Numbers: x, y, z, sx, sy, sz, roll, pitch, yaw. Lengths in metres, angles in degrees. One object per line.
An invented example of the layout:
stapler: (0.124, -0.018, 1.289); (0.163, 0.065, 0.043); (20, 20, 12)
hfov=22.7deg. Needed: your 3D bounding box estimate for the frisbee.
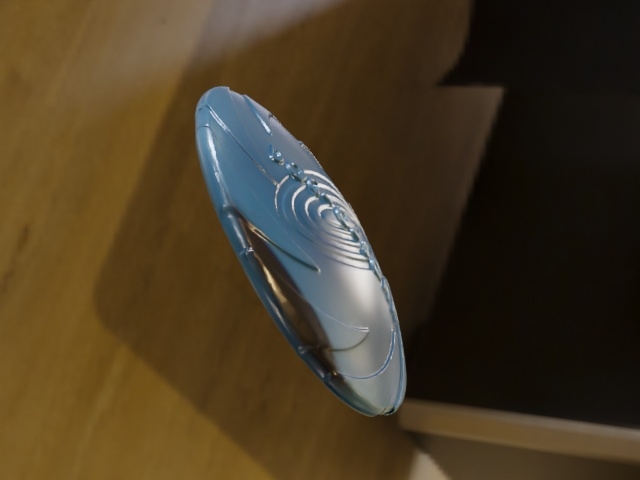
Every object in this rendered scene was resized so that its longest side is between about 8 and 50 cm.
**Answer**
frisbee: (0.000, 0.000, 1.036); (0.242, 0.045, 0.242); (53, 17, -23)
